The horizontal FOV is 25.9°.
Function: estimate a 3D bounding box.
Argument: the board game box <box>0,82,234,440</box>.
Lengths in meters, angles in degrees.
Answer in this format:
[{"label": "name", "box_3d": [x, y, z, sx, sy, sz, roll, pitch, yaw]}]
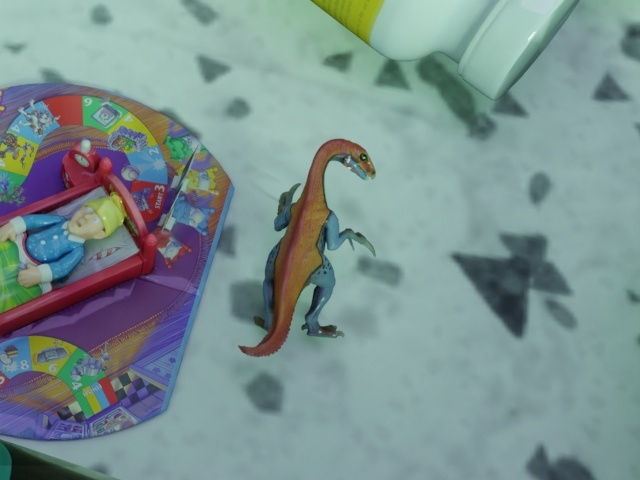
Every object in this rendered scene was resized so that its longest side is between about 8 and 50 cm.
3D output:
[{"label": "board game box", "box_3d": [-0.111, -0.003, 0.579, 0.133, 0.033, 0.168, 17, 60, -4]}]

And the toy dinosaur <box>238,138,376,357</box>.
[{"label": "toy dinosaur", "box_3d": [0.000, 0.000, 0.582, 0.047, 0.090, 0.082, 10, 106, 3]}]

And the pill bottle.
[{"label": "pill bottle", "box_3d": [0.031, -0.149, 0.646, 0.184, 0.103, 0.103, 39, 62, 8]}]

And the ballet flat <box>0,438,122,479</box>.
[{"label": "ballet flat", "box_3d": [-0.105, 0.134, 0.462, 0.409, 0.147, 0.147, 16, 61, -3]}]
